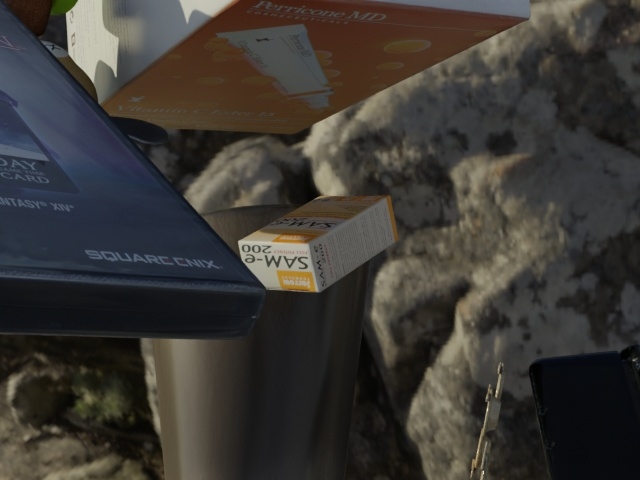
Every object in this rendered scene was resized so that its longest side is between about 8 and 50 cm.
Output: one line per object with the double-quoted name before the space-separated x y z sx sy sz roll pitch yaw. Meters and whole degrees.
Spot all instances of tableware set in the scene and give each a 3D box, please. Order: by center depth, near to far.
"tableware set" 0.198 0.229 1.394 0.020 0.168 0.141 11 11 8

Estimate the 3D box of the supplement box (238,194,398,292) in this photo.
"supplement box" 0.000 0.000 0.795 0.062 0.036 0.098 1 21 37

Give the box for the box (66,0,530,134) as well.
"box" -0.039 -0.200 0.879 0.215 0.345 0.168 -1 82 -29

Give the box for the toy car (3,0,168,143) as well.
"toy car" -0.199 -0.117 0.810 0.188 0.148 0.155 34 24 22

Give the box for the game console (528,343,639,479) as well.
"game console" 0.206 0.138 0.785 0.071 0.107 0.122 -32 39 27

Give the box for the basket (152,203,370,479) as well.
"basket" -0.051 0.105 0.902 0.204 0.154 0.226 -11 70 34

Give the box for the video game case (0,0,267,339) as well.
"video game case" -0.165 -0.053 0.413 0.196 0.026 0.274 6 28 -40
